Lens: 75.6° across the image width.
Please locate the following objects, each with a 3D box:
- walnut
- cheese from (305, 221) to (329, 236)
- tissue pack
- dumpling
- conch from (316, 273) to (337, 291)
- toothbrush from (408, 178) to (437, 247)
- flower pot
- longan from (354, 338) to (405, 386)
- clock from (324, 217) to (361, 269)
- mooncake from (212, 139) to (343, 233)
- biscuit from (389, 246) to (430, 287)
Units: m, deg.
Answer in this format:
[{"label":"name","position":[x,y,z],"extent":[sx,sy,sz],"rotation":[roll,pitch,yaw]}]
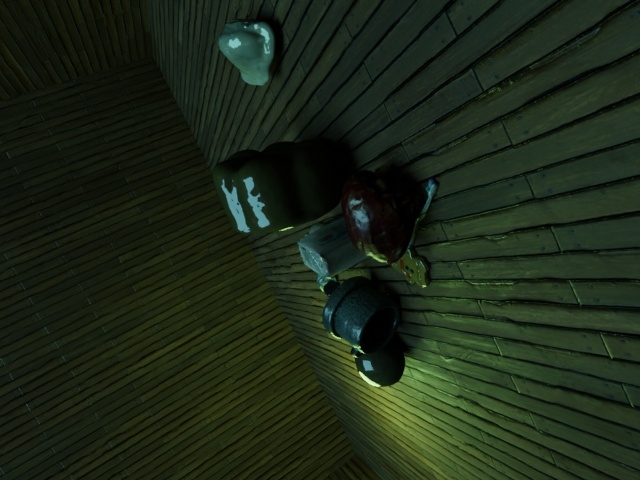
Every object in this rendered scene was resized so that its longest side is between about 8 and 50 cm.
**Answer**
[{"label":"walnut","position":[0.172,-0.079,1.253],"extent":[0.244,0.221,0.269],"rotation":[-82,-6,-55]},{"label":"cheese","position":[0.000,0.000,1.752],"extent":[0.163,0.082,0.286],"rotation":[66,161,-11]},{"label":"tissue pack","position":[0.077,0.014,1.513],"extent":[0.201,0.271,0.124],"rotation":[27,138,58]},{"label":"dumpling","position":[-0.276,-0.707,1.566],"extent":[0.318,0.187,0.243],"rotation":[29,139,51]},{"label":"conch","position":[0.029,0.194,2.122],"extent":[0.153,0.102,0.135],"rotation":[53,143,26]},{"label":"toothbrush","position":[0.296,-0.067,1.226],"extent":[0.030,0.030,0.304],"rotation":[51,155,28]},{"label":"flower pot","position":[0.154,0.307,1.709],"extent":[0.282,0.299,0.299],"rotation":[31,144,42]},{"label":"longan","position":[0.258,0.513,1.809],"extent":[0.248,0.248,0.248],"rotation":[50,157,31]},{"label":"clock","position":[0.091,0.010,1.761],"extent":[0.193,0.073,0.145],"rotation":[46,154,37]},{"label":"mooncake","position":[-0.151,-0.213,1.515],"extent":[0.467,0.466,0.262],"rotation":[24,131,59]},{"label":"biscuit","position":[0.289,0.075,1.422],"extent":[0.225,0.036,0.166],"rotation":[39,151,48]}]
